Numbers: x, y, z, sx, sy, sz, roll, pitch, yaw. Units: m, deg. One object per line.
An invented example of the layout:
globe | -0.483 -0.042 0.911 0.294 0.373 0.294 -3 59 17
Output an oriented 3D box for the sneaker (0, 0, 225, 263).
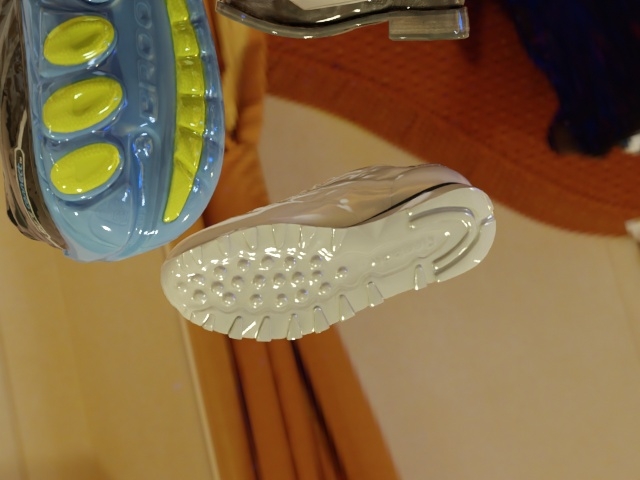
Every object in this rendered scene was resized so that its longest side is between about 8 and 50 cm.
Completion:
sneaker | -0.065 -0.087 0.365 0.067 0.188 0.078 5 169 -36

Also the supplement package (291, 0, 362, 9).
supplement package | -0.021 -0.249 0.618 0.175 0.177 0.293 -2 160 42

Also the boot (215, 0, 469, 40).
boot | 0.034 -0.303 1.295 0.263 0.229 0.091 1 -168 3

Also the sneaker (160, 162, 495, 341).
sneaker | 0.000 0.000 0.970 0.235 0.095 0.090 -12 122 -16
